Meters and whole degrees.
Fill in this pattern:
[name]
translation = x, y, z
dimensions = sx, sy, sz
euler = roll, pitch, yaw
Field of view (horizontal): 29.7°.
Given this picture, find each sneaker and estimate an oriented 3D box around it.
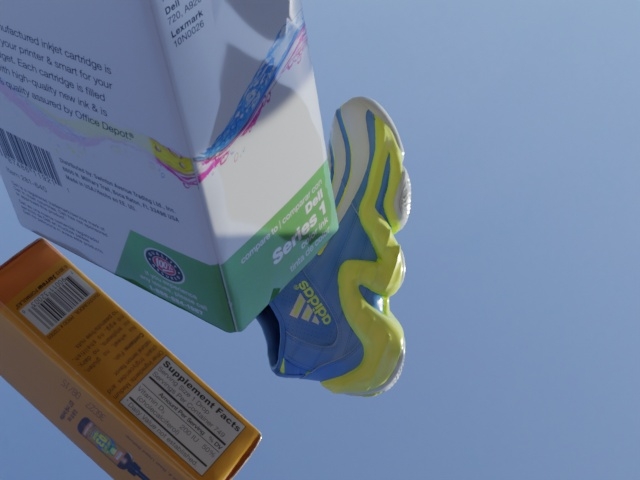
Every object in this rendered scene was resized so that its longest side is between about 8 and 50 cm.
[sneaker]
translation = 0.000, 0.000, 0.931
dimensions = 0.126, 0.240, 0.091
euler = 2, 165, -21

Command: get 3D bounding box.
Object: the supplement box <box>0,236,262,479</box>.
[supplement box]
translation = -0.160, 0.110, 0.913
dimensions = 0.080, 0.233, 0.078
euler = -43, 175, -43

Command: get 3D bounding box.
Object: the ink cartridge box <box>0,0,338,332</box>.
[ink cartridge box]
translation = -0.113, -0.107, 0.710
dimensions = 0.201, 0.278, 0.117
euler = 24, -127, 30
